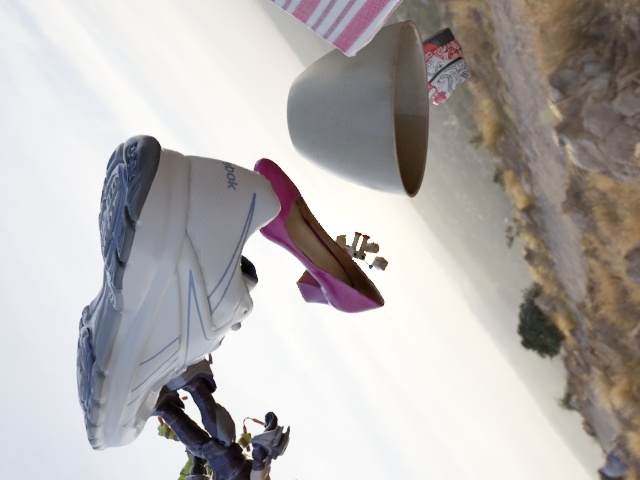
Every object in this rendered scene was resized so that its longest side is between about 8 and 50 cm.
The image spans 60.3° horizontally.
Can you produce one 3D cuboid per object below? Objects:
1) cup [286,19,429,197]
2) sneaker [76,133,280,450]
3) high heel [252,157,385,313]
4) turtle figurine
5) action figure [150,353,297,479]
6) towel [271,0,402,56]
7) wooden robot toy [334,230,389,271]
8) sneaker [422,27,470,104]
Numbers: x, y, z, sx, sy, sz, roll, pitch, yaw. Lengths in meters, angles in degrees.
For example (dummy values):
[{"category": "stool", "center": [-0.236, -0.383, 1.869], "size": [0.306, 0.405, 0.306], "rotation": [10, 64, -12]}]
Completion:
[{"category": "cup", "center": [0.072, -0.250, 1.102], "size": [0.331, 0.237, 0.331], "rotation": [1, -90, -69]}, {"category": "sneaker", "center": [-0.119, 0.064, 0.439], "size": [0.129, 0.297, 0.111], "rotation": [4, -142, -32]}, {"category": "high heel", "center": [0.000, 0.000, 0.691], "size": [0.082, 0.117, 0.244], "rotation": [-54, -45, -43]}, {"category": "turtle figurine", "center": [-0.245, 0.471, 1.214], "size": [0.269, 0.217, 0.087], "rotation": [10, 178, -5]}, {"category": "action figure", "center": [-0.132, 0.254, 0.703], "size": [0.285, 0.185, 0.099], "rotation": [56, -161, 1]}, {"category": "towel", "center": [-0.012, -0.271, 0.523], "size": [0.197, 0.029, 0.144], "rotation": [32, 159, -14]}, {"category": "wooden robot toy", "center": [0.082, 0.020, 1.319], "size": [0.173, 0.076, 0.079], "rotation": [22, 171, -33]}, {"category": "sneaker", "center": [0.226, -0.377, 1.335], "size": [0.145, 0.270, 0.090], "rotation": [55, -162, -16]}]
